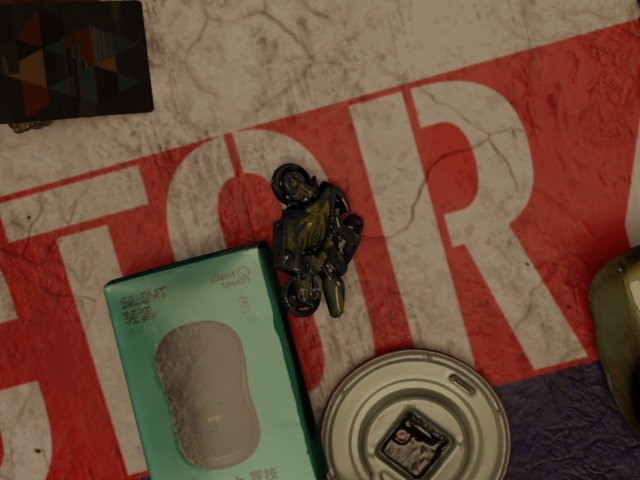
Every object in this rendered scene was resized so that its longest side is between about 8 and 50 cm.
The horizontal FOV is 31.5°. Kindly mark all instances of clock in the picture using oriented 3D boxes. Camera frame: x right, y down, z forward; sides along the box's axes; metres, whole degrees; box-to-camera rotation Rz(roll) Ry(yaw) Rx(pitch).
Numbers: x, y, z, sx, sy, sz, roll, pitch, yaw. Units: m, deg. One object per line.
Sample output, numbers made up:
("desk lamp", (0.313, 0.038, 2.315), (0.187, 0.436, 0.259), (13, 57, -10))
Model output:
("clock", (0.119, 0.255, 1.438), (0.245, 0.056, 0.244), (0, 98, 3))

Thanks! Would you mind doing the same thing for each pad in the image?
("pad", (-0.308, -0.217, 1.371), (0.211, 0.003, 0.142), (-9, 97, -27))

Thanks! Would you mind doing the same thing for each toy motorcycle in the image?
("toy motorcycle", (0.000, 0.000, 1.396), (0.124, 0.061, 0.193), (-2, 83, -28))

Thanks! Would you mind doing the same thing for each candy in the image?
("candy", (-0.360, -0.191, 1.391), (0.095, 0.085, 0.110), (-36, 103, 4))

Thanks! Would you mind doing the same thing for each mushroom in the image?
("mushroom", (0.469, 0.138, 1.350), (0.218, 0.212, 0.292), (-21, 72, -16))

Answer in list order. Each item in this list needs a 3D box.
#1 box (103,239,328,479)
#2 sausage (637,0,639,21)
("box", (-0.126, 0.172, 1.385), (0.205, 0.118, 0.311), (-14, 87, 2))
("sausage", (0.562, -0.328, 1.340), (0.372, 0.082, 0.082), (-22, 96, 4))
